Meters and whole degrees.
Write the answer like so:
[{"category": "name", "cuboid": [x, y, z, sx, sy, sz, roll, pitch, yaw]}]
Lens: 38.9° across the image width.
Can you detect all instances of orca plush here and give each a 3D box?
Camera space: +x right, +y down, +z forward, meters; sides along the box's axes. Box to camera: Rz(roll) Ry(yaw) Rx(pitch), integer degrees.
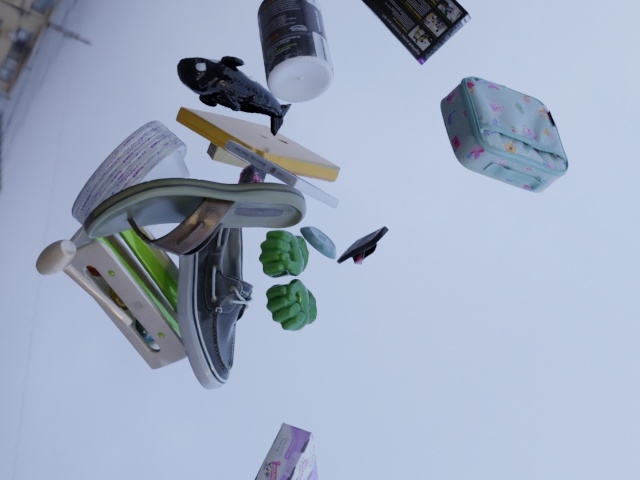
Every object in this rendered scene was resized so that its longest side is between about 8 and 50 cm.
[{"category": "orca plush", "cuboid": [-0.197, -0.312, 2.055, 0.151, 0.287, 0.102, -30, -136, 27]}]

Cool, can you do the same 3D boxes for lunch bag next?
[{"category": "lunch bag", "cuboid": [0.401, -0.221, 1.936, 0.108, 0.279, 0.224, -47, -139, 41]}]

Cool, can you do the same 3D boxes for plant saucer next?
[{"category": "plant saucer", "cuboid": [0.000, 0.000, 2.294, 0.021, 0.119, 0.119, -50, -149, 15]}]

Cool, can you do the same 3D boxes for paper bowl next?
[{"category": "paper bowl", "cuboid": [-0.396, -0.112, 1.981, 0.284, 0.148, 0.284, -47, -179, 1]}]

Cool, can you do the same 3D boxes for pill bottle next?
[{"category": "pill bottle", "cuboid": [-0.054, -0.399, 1.762, 0.130, 0.130, 0.246, -42, -134, 41]}]

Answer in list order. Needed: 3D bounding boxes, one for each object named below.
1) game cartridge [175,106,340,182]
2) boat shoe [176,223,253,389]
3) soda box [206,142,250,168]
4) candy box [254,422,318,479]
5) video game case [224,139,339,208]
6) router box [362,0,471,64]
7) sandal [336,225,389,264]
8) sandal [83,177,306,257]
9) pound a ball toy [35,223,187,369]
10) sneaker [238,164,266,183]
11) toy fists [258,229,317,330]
[{"category": "game cartridge", "cuboid": [-0.148, -0.230, 2.198, 0.285, 0.323, 0.053, 32, -73, 33]}, {"category": "boat shoe", "cuboid": [-0.178, 0.088, 1.588, 0.119, 0.121, 0.335, -13, -109, 14]}, {"category": "soda box", "cuboid": [-0.198, -0.224, 2.353, 0.058, 0.181, 0.061, 49, -59, 55]}, {"category": "candy box", "cuboid": [-0.071, 0.491, 1.822, 0.196, 0.070, 0.165, 86, 26, -48]}, {"category": "video game case", "cuboid": [-0.058, -0.103, 1.421, 0.143, 0.157, 0.019, 31, -86, 26]}, {"category": "router box", "cuboid": [0.185, -0.454, 1.769, 0.133, 0.046, 0.179, -42, -103, 11]}, {"category": "sandal", "cuboid": [0.086, 0.020, 1.784, 0.067, 0.040, 0.179, -48, -171, -29]}, {"category": "sandal", "cuboid": [-0.161, -0.024, 1.211, 0.120, 0.302, 0.086, 127, -41, -65]}, {"category": "pound a ball toy", "cuboid": [-0.358, 0.093, 1.582, 0.135, 0.319, 0.208, -21, -154, 28]}, {"category": "sneaker", "cuboid": [-0.116, -0.091, 1.512, 0.057, 0.047, 0.119, -18, -152, 43]}, {"category": "toy fists", "cuboid": [-0.088, 0.106, 2.447, 0.096, 0.142, 0.279, -14, -99, 40]}]
